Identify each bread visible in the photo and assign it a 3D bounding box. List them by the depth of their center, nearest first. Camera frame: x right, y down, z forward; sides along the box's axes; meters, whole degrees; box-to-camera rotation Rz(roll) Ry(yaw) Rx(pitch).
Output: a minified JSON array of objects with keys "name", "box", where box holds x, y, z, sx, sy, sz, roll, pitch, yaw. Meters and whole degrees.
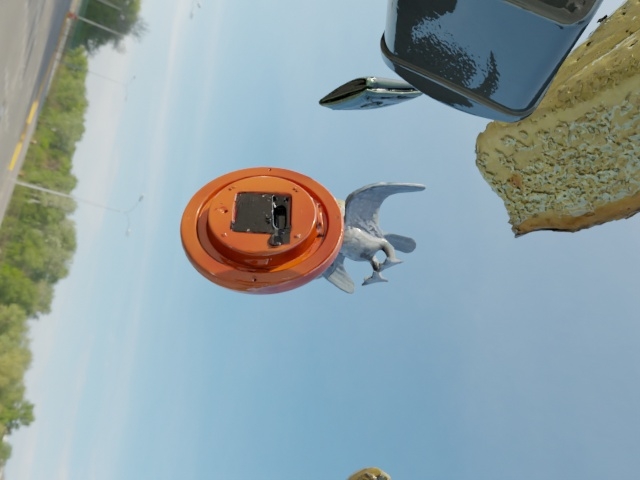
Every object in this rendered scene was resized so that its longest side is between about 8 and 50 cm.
[{"name":"bread","box":[0.421,-0.188,0.813,0.315,0.248,0.279,-13,-141,47]}]

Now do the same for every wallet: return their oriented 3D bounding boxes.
[{"name":"wallet","box":[0.130,-0.351,1.331,0.160,0.236,0.055,-7,-88,45]}]

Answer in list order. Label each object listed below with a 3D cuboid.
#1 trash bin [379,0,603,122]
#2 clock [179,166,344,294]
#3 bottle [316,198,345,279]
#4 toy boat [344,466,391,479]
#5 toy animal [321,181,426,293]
[{"name":"trash bin","box":[0.146,-0.203,0.500,0.101,0.177,0.236,-60,171,-1]},{"name":"clock","box":[-0.072,-0.021,0.685,0.051,0.205,0.205,94,-12,-48]},{"name":"bottle","box":[0.000,0.000,1.083,0.110,0.097,0.209,-8,-157,23]},{"name":"toy boat","box":[0.040,0.639,1.206,0.321,0.089,0.121,-49,-160,-4]},{"name":"toy animal","box":[0.061,-0.013,0.902,0.239,0.255,0.176,-51,-118,28]}]
